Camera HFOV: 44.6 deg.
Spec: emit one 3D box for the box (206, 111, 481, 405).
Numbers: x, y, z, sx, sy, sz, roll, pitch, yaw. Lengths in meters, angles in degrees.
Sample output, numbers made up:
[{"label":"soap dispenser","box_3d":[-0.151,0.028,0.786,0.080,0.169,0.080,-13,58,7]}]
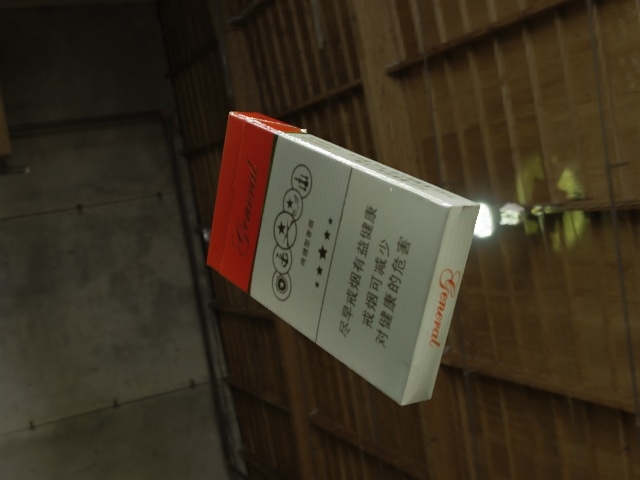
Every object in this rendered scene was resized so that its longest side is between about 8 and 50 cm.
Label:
[{"label":"box","box_3d":[0.000,0.000,0.561,0.245,0.035,0.139,28,-66,47]}]
